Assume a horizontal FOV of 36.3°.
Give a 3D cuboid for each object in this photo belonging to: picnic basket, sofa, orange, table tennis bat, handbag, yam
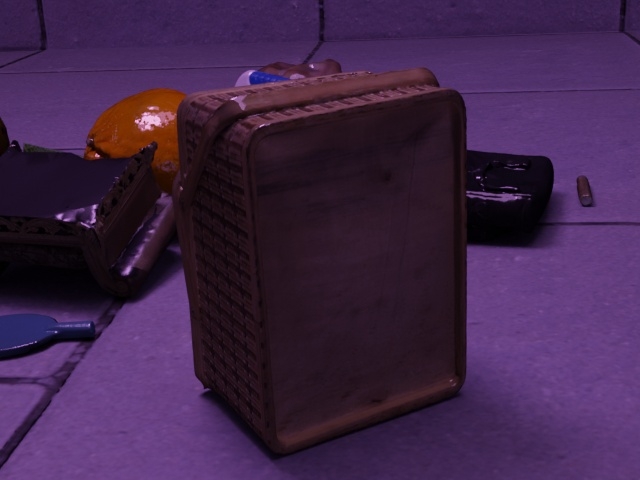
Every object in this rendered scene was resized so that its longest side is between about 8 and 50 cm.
[{"bbox_3d":[0.000,0.000,0.906,0.228,0.312,0.175,-14,23,-27],"label":"picnic basket"},{"bbox_3d":[-0.326,-0.010,1.277,0.258,0.182,0.200,3,38,16],"label":"sofa"},{"bbox_3d":[-0.246,-0.119,1.436,0.219,0.219,0.193,12,-19,37],"label":"orange"},{"bbox_3d":[-0.332,0.105,1.100,0.155,0.019,0.100,-5,19,0],"label":"table tennis bat"},{"bbox_3d":[0.216,-0.076,1.442,0.244,0.088,0.275,5,17,15],"label":"handbag"},{"bbox_3d":[0.409,-0.079,1.517,0.021,0.021,0.116,1,21,11],"label":"yam"}]

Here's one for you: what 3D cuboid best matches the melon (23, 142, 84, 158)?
[{"bbox_3d":[-0.419,-0.138,1.800,0.262,0.053,0.114,8,4,19],"label":"melon"}]

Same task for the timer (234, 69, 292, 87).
[{"bbox_3d":[-0.082,-0.092,1.300,0.078,0.253,0.178,18,5,-37],"label":"timer"}]

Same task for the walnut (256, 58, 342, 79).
[{"bbox_3d":[-0.026,-0.163,1.512,0.273,0.227,0.273,-4,14,1],"label":"walnut"}]

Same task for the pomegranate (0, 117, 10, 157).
[{"bbox_3d":[-0.603,-0.113,1.476,0.231,0.230,0.286,9,33,31],"label":"pomegranate"}]
